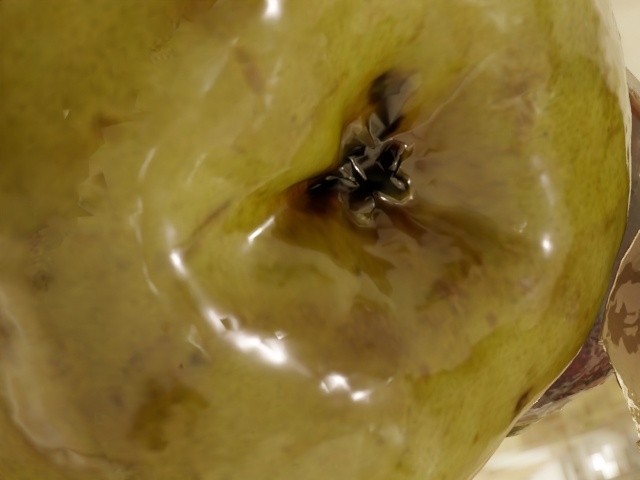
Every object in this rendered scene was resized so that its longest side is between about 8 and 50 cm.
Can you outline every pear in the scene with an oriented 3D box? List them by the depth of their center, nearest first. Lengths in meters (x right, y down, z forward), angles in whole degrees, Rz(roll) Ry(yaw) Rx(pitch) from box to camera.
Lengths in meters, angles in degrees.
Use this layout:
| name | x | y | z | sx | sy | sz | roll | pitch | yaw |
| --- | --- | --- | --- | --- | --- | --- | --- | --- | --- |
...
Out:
| name | x | y | z | sx | sy | sz | roll | pitch | yaw |
| --- | --- | --- | --- | --- | --- | --- | --- | --- | --- |
| pear | -0.045 | -0.036 | 0.663 | 0.304 | 0.304 | 0.304 | -19 | 90 | -74 |

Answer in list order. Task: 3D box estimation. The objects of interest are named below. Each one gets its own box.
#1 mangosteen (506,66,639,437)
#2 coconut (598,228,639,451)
| name | x | y | z | sx | sy | sz | roll | pitch | yaw |
| --- | --- | --- | --- | --- | --- | --- | --- | --- | --- |
| mangosteen | 0.129 | 0.008 | 1.352 | 0.359 | 0.306 | 0.306 | 49 | 25 | -30 |
| coconut | 0.215 | 0.051 | 0.700 | 0.224 | 0.224 | 0.234 | 66 | -13 | -15 |
